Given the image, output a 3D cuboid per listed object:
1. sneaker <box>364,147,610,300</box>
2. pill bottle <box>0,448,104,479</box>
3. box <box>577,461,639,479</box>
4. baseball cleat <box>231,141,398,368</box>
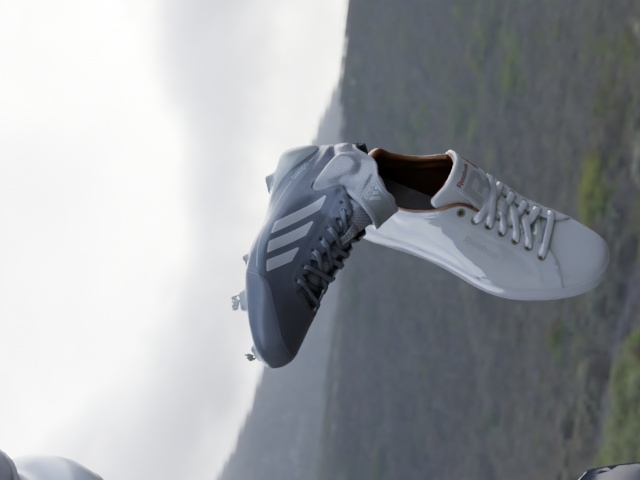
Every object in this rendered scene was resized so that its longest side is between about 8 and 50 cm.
[{"bbox_3d":[0.169,-0.021,1.531,0.123,0.290,0.106,105,179,-59],"label":"sneaker"},{"bbox_3d":[-0.164,0.248,0.950,0.318,0.176,0.176,46,-137,-34],"label":"pill bottle"},{"bbox_3d":[0.210,0.258,0.913,0.153,0.108,0.207,-24,-80,-55],"label":"box"},{"bbox_3d":[0.000,0.000,1.101,0.072,0.109,0.206,57,-150,-46],"label":"baseball cleat"}]
